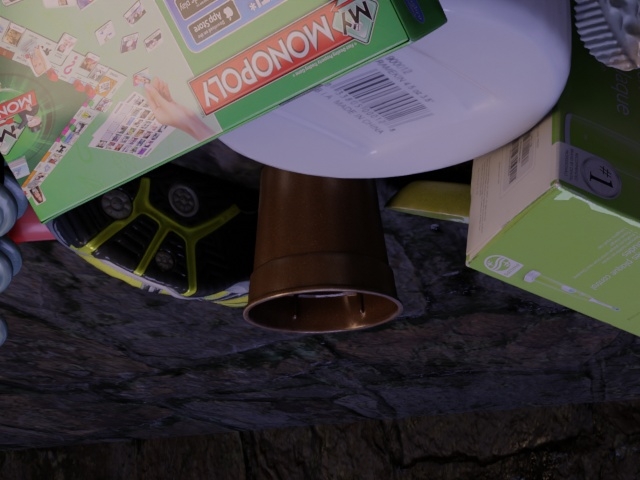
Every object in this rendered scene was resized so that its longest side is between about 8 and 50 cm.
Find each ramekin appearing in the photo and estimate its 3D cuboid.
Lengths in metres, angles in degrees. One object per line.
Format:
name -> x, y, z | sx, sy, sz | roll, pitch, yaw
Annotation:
ramekin -> 0.036, -0.148, 0.627 | 0.277, 0.135, 0.277 | -2, 160, -1

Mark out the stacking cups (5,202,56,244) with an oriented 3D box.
stacking cups -> -0.425, -0.032, 0.991 | 0.316, 0.096, 0.096 | -6, 160, -5

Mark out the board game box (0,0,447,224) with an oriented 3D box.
board game box -> -0.110, -0.150, 0.519 | 0.317, 0.213, 0.046 | -19, -166, 39

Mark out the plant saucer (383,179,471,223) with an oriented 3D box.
plant saucer -> 0.190, -0.034, 1.003 | 0.241, 0.037, 0.241 | 10, -179, 0

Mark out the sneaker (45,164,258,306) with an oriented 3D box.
sneaker -> -0.147, 0.017, 1.055 | 0.385, 0.145, 0.147 | 18, 151, -42

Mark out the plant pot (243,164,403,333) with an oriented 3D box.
plant pot -> 0.000, 0.000, 0.988 | 0.167, 0.165, 0.167 | -2, 159, -1

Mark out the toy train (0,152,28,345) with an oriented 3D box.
toy train -> -0.371, -0.017, 0.846 | 0.190, 0.142, 0.334 | 9, 136, -14

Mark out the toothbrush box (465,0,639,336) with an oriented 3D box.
toothbrush box -> 0.270, -0.039, 0.727 | 0.283, 0.206, 0.122 | 23, 143, -14

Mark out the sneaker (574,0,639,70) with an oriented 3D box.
sneaker -> 0.303, -0.210, 0.559 | 0.146, 0.102, 0.293 | -9, 162, -44
